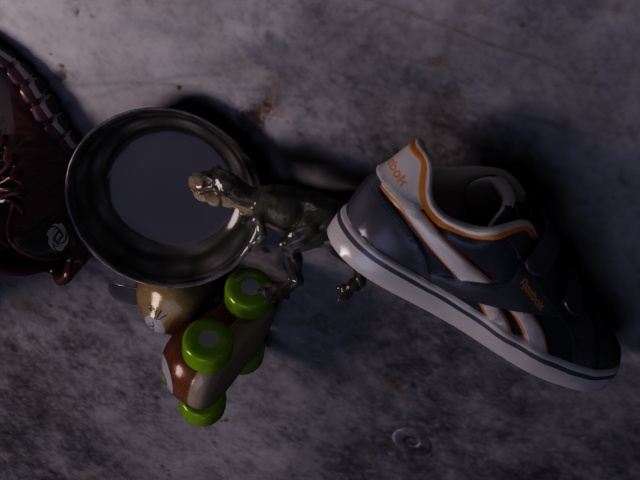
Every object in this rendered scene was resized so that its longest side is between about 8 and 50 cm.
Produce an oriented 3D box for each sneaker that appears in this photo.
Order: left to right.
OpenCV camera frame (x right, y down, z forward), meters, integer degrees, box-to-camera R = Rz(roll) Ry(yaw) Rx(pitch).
[{"bbox_3d":[-0.316,-0.069,1.230,0.106,0.162,0.281,-23,118,39],"label":"sneaker"},{"bbox_3d":[0.171,0.025,1.114,0.321,0.126,0.127,28,113,-24],"label":"sneaker"}]

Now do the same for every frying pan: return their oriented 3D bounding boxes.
[{"bbox_3d":[-0.093,-0.062,1.214,0.326,0.053,0.197,-17,115,13],"label":"frying pan"}]

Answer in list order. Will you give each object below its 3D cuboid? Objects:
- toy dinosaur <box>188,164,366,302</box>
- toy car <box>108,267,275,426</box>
[{"bbox_3d":[0.000,0.000,1.177,0.268,0.064,0.118,8,114,1],"label":"toy dinosaur"},{"bbox_3d":[-0.158,0.080,1.326,0.188,0.149,0.155,30,148,12],"label":"toy car"}]
